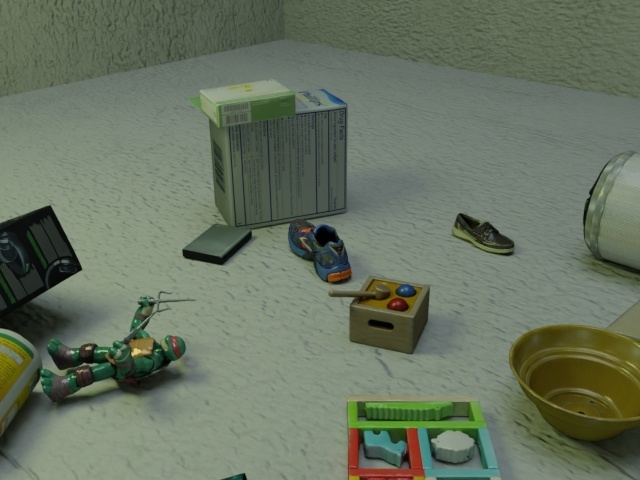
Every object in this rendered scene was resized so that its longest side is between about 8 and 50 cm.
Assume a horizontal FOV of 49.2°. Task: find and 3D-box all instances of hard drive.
[{"bbox_3d":[-0.218,0.006,1.486,0.094,0.022,0.135,9,28,20],"label":"hard drive"}]

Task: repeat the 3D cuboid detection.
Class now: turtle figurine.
[{"bbox_3d":[-0.295,0.166,1.064,0.234,0.118,0.175,-17,13,-3],"label":"turtle figurine"}]

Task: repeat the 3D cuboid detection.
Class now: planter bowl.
[{"bbox_3d":[0.370,0.213,0.977,0.217,0.091,0.217,-1,26,1],"label":"planter bowl"}]

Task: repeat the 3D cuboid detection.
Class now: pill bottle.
[{"bbox_3d":[-0.477,0.223,0.954,0.117,0.118,0.208,1,27,4],"label":"pill bottle"}]

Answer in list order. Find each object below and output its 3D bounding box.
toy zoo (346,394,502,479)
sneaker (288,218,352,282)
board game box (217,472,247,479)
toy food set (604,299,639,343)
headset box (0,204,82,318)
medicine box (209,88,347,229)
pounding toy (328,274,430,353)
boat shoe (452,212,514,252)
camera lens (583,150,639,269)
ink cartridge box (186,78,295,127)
[{"bbox_3d":[0.130,0.298,0.880,0.192,0.030,0.293,0,26,2],"label":"toy zoo"},{"bbox_3d":[0.000,0.000,1.419,0.083,0.087,0.221,-14,29,-26],"label":"sneaker"},{"bbox_3d":[-0.173,0.319,0.765,0.186,0.026,0.126,-17,8,2],"label":"board game box"},{"bbox_3d":[0.612,0.168,1.086,0.219,0.093,0.306,-24,26,-36],"label":"toy food set"},{"bbox_3d":[-0.591,0.074,1.146,0.246,0.131,0.283,-14,16,33],"label":"headset box"},{"bbox_3d":[-0.092,-0.188,1.599,0.289,0.264,0.149,-11,29,-19],"label":"medicine box"},{"bbox_3d":[0.100,0.112,1.177,0.141,0.100,0.130,9,28,19],"label":"pounding toy"},{"bbox_3d":[0.343,-0.016,1.483,0.056,0.049,0.152,-24,35,-39],"label":"boat shoe"},{"bbox_3d":[0.663,-0.041,1.334,0.274,0.220,0.219,22,34,38],"label":"camera lens"},{"bbox_3d":[-0.175,-0.307,1.488,0.171,0.056,0.235,-14,32,-22],"label":"ink cartridge box"}]
